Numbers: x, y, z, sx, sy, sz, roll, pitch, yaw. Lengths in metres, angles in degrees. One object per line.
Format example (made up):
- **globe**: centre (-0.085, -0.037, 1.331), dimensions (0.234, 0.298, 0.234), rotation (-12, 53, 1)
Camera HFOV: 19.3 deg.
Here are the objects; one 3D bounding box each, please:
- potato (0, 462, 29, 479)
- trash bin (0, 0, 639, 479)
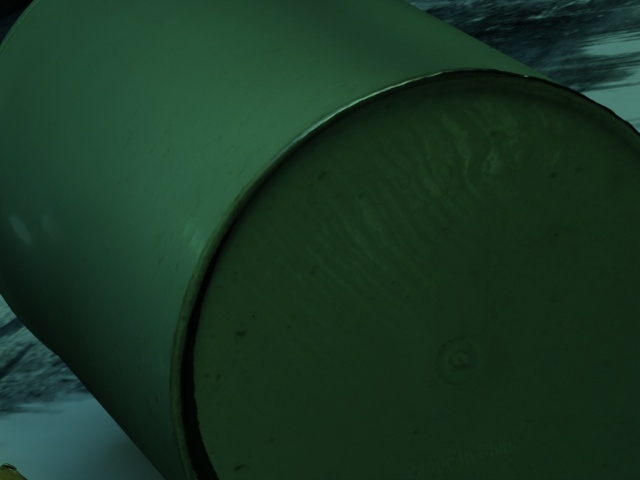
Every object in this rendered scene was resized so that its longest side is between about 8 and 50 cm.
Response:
- **potato**: centre (-0.232, 0.174, 0.864), dimensions (0.235, 0.128, 0.161), rotation (-30, 16, -16)
- **trash bin**: centre (-0.015, -0.005, 0.948), dimensions (0.280, 0.280, 0.432), rotation (-23, 22, -13)
